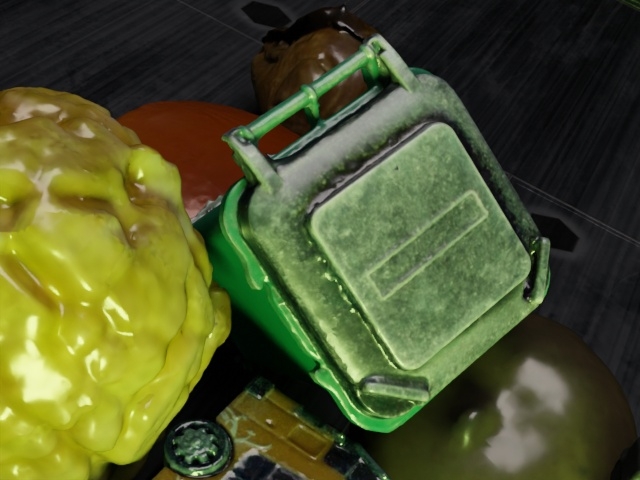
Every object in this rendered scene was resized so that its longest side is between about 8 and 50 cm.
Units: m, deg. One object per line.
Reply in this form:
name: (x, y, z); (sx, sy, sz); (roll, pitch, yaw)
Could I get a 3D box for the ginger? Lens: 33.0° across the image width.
ginger: (0.004, -0.205, 1.611); (0.200, 0.269, 0.223); (31, 62, -30)

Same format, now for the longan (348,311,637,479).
longan: (0.170, 0.210, 1.112); (0.297, 0.297, 0.297); (14, 37, -11)

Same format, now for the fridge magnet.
fridge magnet: (-0.120, -0.052, 1.388); (0.364, 0.155, 0.363); (14, 37, -11)

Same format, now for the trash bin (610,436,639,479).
trash bin: (0.303, 0.344, 0.957); (0.252, 0.301, 0.203); (31, 29, -1)

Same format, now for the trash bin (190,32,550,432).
trash bin: (0.000, 0.000, 1.071); (0.259, 0.381, 0.295); (-37, 101, -23)

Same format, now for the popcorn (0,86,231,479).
popcorn: (-0.280, 0.071, 0.950); (0.344, 0.390, 0.354); (44, 57, 9)

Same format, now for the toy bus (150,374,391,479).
toy bus: (-0.095, 0.287, 0.922); (0.194, 0.161, 0.323); (30, 48, 22)
